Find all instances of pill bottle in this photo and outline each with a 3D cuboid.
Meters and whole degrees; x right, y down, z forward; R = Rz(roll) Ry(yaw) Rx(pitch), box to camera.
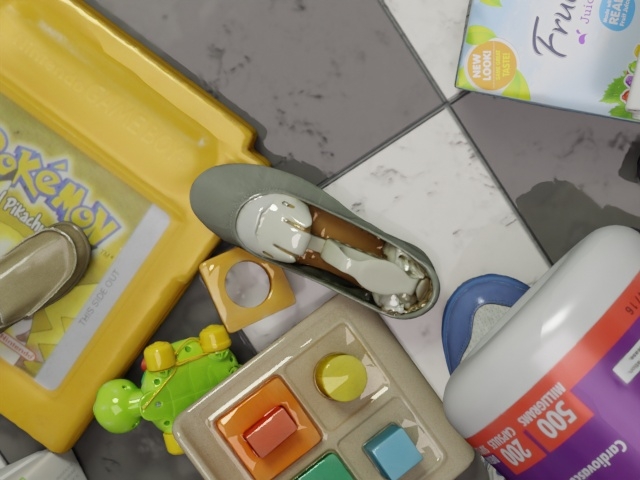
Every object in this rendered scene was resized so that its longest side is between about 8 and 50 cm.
[{"bbox_3d":[0.248,0.154,0.676,0.323,0.181,0.181,44,101,8],"label":"pill bottle"}]

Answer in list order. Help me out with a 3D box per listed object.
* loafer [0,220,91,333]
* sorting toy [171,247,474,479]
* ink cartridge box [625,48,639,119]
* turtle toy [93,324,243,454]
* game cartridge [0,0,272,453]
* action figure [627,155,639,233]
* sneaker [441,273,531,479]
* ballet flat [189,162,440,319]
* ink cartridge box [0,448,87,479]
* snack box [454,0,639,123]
[{"bbox_3d":[-0.246,0.041,0.825,0.148,0.050,0.056,-40,92,10],"label":"loafer"},{"bbox_3d":[0.009,0.158,0.821,0.196,0.047,0.348,-37,93,-16],"label":"sorting toy"},{"bbox_3d":[0.324,-0.198,0.680,0.117,0.201,0.278,20,102,39],"label":"ink cartridge box"},{"bbox_3d":[-0.122,0.124,0.853,0.130,0.066,0.095,-15,97,-25],"label":"turtle toy"},{"bbox_3d":[-0.237,-0.028,0.862,0.285,0.053,0.324,36,102,0],"label":"game cartridge"},{"bbox_3d":[0.371,0.019,0.776,0.285,0.099,0.185,21,93,0],"label":"action figure"},{"bbox_3d":[0.175,0.170,0.802,0.111,0.131,0.297,-20,94,11],"label":"sneaker"},{"bbox_3d":[0.000,0.000,0.804,0.213,0.068,0.072,24,101,-13],"label":"ballet flat"},{"bbox_3d":[-0.208,0.369,0.838,0.119,0.207,0.354,-26,94,10],"label":"ink cartridge box"},{"bbox_3d":[0.204,-0.200,0.772,0.174,0.070,0.207,12,99,5],"label":"snack box"}]
